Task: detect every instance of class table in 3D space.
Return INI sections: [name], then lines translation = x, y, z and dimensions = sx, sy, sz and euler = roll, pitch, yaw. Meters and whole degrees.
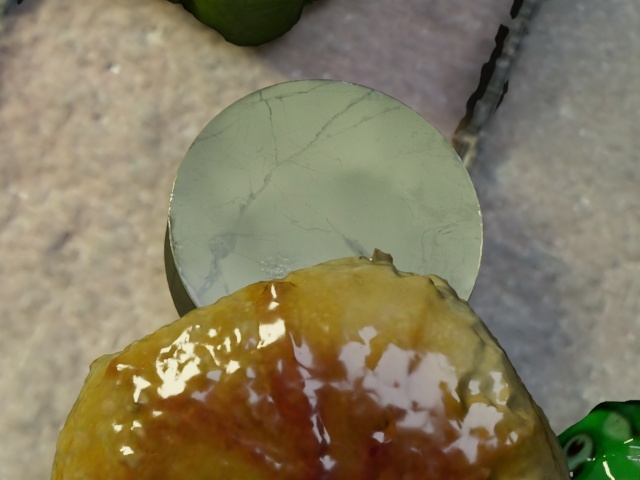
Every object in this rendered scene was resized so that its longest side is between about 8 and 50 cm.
[table]
translation = 0.000, 0.000, 0.697
dimensions = 0.133, 0.043, 0.133
euler = 3, 69, -8

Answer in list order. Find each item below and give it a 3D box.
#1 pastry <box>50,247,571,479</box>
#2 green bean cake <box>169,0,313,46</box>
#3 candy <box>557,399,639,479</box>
[pastry]
translation = -0.004, 0.106, 0.603
dimensions = 0.192, 0.093, 0.182
euler = -26, 87, 4
[green bean cake]
translation = -0.052, -0.214, 0.730
dimensions = 0.214, 0.113, 0.200
euler = 31, 67, 2
[candy]
translation = 0.239, 0.121, 0.685
dimensions = 0.324, 0.097, 0.097
euler = 6, 69, -16
